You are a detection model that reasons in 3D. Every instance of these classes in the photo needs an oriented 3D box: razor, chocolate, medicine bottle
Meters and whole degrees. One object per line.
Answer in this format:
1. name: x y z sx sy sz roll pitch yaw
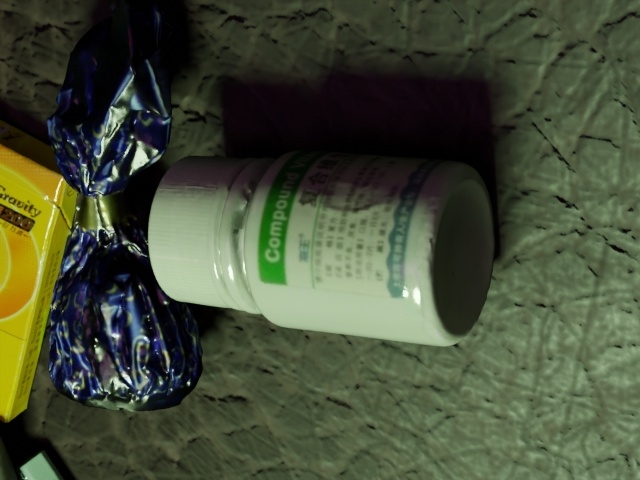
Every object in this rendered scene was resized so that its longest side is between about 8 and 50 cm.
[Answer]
1. razor: -0.194 0.317 1.552 0.278 0.056 0.111 63 160 -1
2. chocolate: -0.165 -0.042 1.337 0.126 0.148 0.343 -5 107 -11
3. medicine bottle: 0.000 0.000 1.255 0.237 0.139 0.139 6 114 28

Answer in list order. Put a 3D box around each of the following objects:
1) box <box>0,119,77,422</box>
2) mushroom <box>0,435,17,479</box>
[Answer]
1. box: -0.303 0.019 1.483 0.152 0.043 0.269 26 122 14
2. mushroom: -0.323 0.263 1.564 0.093 0.116 0.225 -10 125 -12
